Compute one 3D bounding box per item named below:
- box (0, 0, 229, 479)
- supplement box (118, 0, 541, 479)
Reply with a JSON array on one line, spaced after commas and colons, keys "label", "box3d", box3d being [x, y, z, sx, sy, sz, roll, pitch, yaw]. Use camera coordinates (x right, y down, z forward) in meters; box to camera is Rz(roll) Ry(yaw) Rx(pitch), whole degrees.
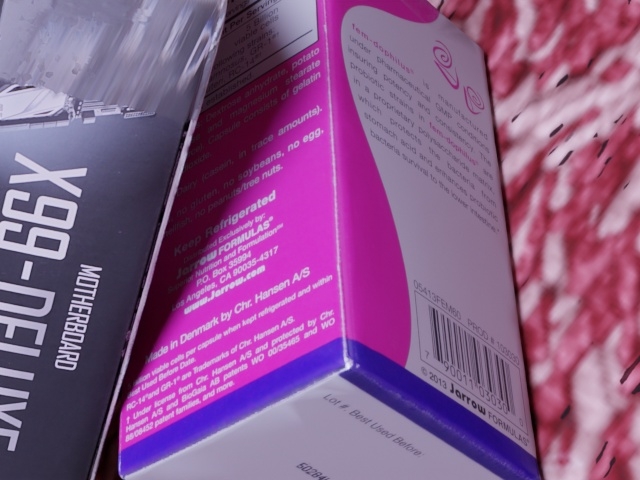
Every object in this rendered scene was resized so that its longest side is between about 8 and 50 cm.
[{"label": "box", "box3d": [-0.127, -0.041, 0.771, 0.307, 0.077, 0.242, -118, 42, -64]}, {"label": "supplement box", "box3d": [0.000, 0.000, 0.722, 0.114, 0.111, 0.220, -28, 45, 30]}]
